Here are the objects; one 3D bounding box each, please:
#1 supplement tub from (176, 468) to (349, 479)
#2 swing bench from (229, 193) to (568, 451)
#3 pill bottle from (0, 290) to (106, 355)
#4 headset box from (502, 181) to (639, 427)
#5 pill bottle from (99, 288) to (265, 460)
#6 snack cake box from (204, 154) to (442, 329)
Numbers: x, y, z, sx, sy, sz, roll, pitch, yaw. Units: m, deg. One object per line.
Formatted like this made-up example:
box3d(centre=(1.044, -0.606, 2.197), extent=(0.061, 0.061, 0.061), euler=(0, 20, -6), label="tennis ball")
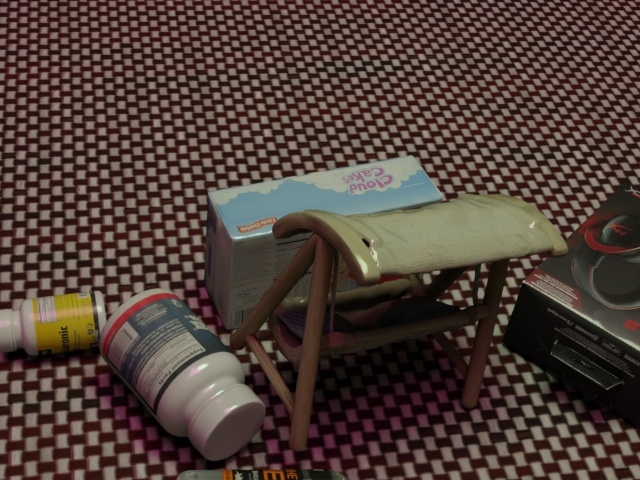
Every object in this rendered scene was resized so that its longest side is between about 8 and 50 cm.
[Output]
box3d(centre=(-0.041, 0.273, 1.014), extent=(0.190, 0.117, 0.117), euler=(1, 43, -8), label="supplement tub")
box3d(centre=(0.075, 0.057, 1.131), extent=(0.253, 0.254, 0.165), euler=(-5, 43, -33), label="swing bench")
box3d(centre=(-0.299, 0.094, 1.209), extent=(0.116, 0.065, 0.065), euler=(-6, 44, -14), label="pill bottle")
box3d(centre=(0.375, 0.082, 1.289), extent=(0.218, 0.110, 0.293), euler=(33, 48, 24), label="headset box")
box3d(centre=(-0.143, 0.144, 1.147), extent=(0.108, 0.108, 0.180), euler=(-27, 53, -32), label="pill bottle")
box3d(centre=(0.000, 0.000, 1.291), extent=(0.264, 0.152, 0.089), euler=(-11, 45, -20), label="snack cake box")
